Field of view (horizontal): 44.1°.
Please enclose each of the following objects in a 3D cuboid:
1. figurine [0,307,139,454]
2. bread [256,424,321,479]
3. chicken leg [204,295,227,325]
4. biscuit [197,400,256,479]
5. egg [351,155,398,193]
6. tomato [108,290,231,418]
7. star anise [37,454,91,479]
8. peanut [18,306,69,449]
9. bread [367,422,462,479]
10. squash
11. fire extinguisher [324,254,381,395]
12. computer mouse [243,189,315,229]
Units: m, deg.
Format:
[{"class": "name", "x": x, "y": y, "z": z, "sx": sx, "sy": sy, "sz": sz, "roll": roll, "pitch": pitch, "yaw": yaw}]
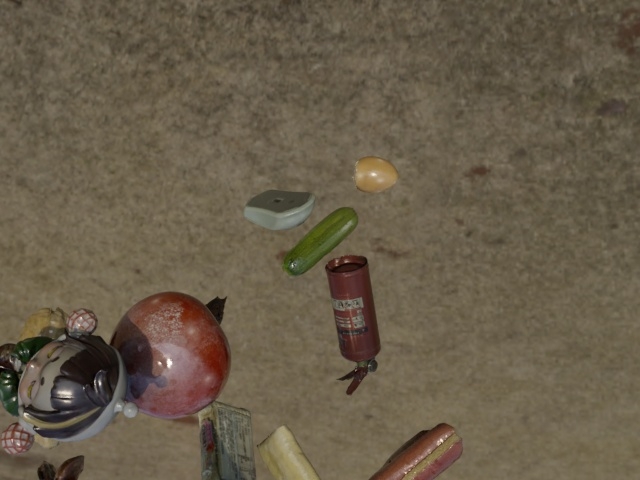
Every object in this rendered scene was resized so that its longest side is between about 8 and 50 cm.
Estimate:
[{"class": "figurine", "x": -0.482, "y": 0.258, "z": 1.434, "sx": 0.370, "sy": 0.281, "sz": 0.167, "roll": 1, "pitch": 148, "yaw": 40}, {"class": "bread", "x": -0.066, "y": 0.509, "z": 1.766, "sx": 0.060, "sy": 0.178, "sz": 0.139, "roll": -24, "pitch": 160, "yaw": -32}, {"class": "chicken leg", "x": -0.318, "y": 0.203, "z": 1.997, "sx": 0.063, "sy": 0.105, "sz": 0.234, "roll": 16, "pitch": -166, "yaw": 38}, {"class": "biscuit", "x": -0.235, "y": 0.528, "z": 1.967, "sx": 0.186, "sy": 0.309, "sz": 0.079, "roll": 25, "pitch": 129, "yaw": -38}, {"class": "egg", "x": 0.116, "y": -0.139, "z": 1.673, "sx": 0.097, "sy": 0.080, "sz": 0.080, "roll": 1, "pitch": 154, "yaw": -2}, {"class": "tomato", "x": -0.325, "y": 0.249, "z": 1.667, "sx": 0.270, "sy": 0.270, "sz": 0.227, "roll": -16, "pitch": -173, "yaw": 37}, {"class": "star anise", "x": -0.647, "y": 0.637, "z": 1.925, "sx": 0.236, "sy": 0.229, "sz": 0.093, "roll": 41, "pitch": 162, "yaw": 30}, {"class": "peanut", "x": -0.610, "y": 0.309, "z": 1.779, "sx": 0.149, "sy": 0.313, "sz": 0.149, "roll": -7, "pitch": 161, "yaw": -2}, {"class": "bread", "x": 0.160, "y": 0.366, "z": 1.295, "sx": 0.192, "sy": 0.067, "sz": 0.119, "roll": -41, "pitch": 173, "yaw": 11}, {"class": "squash", "x": 0.000, "y": 0.000, "z": 1.834, "sx": 0.069, "sy": 0.239, "sz": 0.069, "roll": 38, "pitch": 154, "yaw": 23}, {"class": "fire extinguisher", "x": 0.074, "y": 0.214, "z": 1.926, "sx": 0.147, "sy": 0.336, "sz": 0.107, "roll": -26, "pitch": -155, "yaw": -38}, {"class": "computer mouse", "x": -0.077, "y": -0.053, "z": 1.455, "sx": 0.182, "sy": 0.089, "sz": 0.056, "roll": 11, "pitch": 125, "yaw": 49}]
